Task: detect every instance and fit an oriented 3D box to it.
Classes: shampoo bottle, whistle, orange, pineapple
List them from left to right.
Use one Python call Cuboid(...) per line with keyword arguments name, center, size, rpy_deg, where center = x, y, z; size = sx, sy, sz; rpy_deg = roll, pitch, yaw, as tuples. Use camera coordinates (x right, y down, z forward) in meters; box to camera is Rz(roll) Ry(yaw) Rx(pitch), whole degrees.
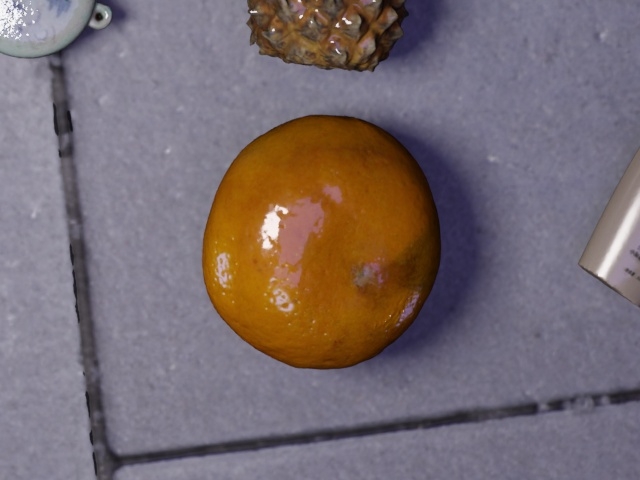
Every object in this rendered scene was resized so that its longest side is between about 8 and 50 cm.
Cuboid(name="whistle", center=(-0.311, -0.244, 1.704), size=(0.258, 0.067, 0.126), rpy_deg=(20, 91, -10))
Cuboid(name="orange", center=(0.000, 0.000, 1.760), size=(0.240, 0.171, 0.240), rpy_deg=(-5, 105, -18))
Cuboid(name="pineapple", center=(0.008, -0.252, 1.717), size=(0.166, 0.166, 0.193), rpy_deg=(6, 98, -12))
Cuboid(name="shampoo bottle", center=(0.363, -0.057, 1.868), size=(0.127, 0.078, 0.257), rpy_deg=(34, 92, -15))
